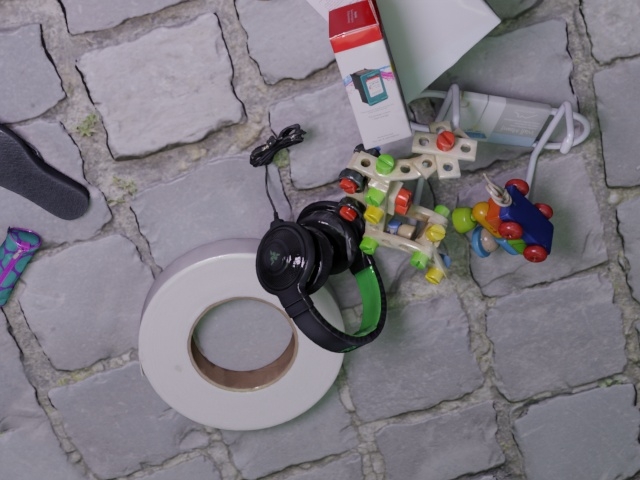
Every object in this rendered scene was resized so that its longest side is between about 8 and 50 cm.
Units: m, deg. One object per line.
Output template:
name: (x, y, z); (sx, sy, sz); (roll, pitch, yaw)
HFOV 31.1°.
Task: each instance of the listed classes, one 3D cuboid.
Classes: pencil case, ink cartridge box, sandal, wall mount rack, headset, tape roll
pencil case: (-0.563, 0.048, 2.066); (0.064, 0.070, 0.151); (28, 111, -17)
ink cartridge box: (0.067, -0.270, 1.714); (0.078, 0.134, 0.231); (-16, 117, 8)
sandal: (-0.516, -0.125, 2.004); (0.097, 0.054, 0.254); (-36, 123, 20)
wall mount rack: (0.292, -0.141, 2.025); (0.350, 0.130, 0.304); (7, 148, -7)
headset: (0.000, 0.000, 1.999); (0.185, 0.243, 0.394); (-31, 90, 35)
tape roll: (-0.148, 0.182, 2.164); (0.392, 0.072, 0.392); (-2, 116, -3)

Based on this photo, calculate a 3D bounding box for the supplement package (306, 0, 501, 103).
supplement package: (0.115, -0.401, 1.836); (0.199, 0.198, 0.263); (-41, 112, 16)

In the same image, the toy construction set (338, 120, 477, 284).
toy construction set: (0.145, -0.068, 1.930); (0.215, 0.151, 0.327); (25, 144, 12)

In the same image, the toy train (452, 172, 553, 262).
toy train: (0.287, -0.048, 1.983); (0.143, 0.105, 0.248); (-10, 146, 39)
